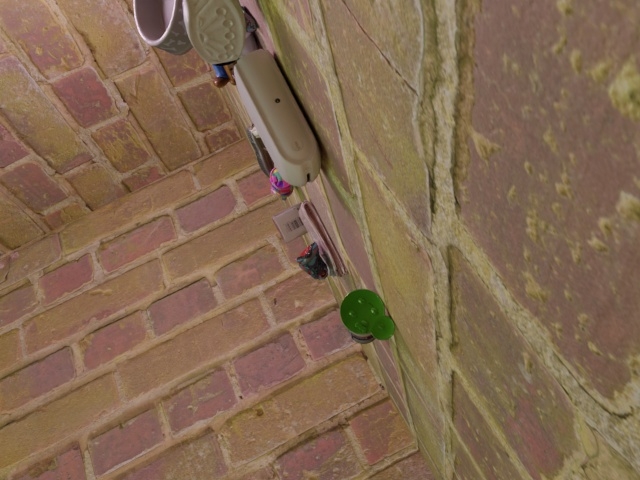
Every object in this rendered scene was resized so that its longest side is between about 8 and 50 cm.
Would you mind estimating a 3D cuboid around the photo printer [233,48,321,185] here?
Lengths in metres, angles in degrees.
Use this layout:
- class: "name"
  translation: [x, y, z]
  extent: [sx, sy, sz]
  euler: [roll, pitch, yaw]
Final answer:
- class: "photo printer"
  translation: [-0.097, -0.279, 1.445]
  extent: [0.307, 0.107, 0.256]
  euler: [63, 175, 3]

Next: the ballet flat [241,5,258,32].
- class: "ballet flat"
  translation: [-0.185, -0.531, 1.413]
  extent: [0.114, 0.041, 0.041]
  euler: [59, 174, 44]

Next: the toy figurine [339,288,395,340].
- class: "toy figurine"
  translation: [0.153, 0.224, 1.738]
  extent: [0.173, 0.130, 0.159]
  euler: [36, -178, 16]

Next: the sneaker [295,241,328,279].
- class: "sneaker"
  translation: [-0.014, 0.088, 2.265]
  extent: [0.125, 0.104, 0.262]
  euler: [43, 174, 10]

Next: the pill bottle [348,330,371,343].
- class: "pill bottle"
  translation: [0.146, 0.291, 2.000]
  extent: [0.108, 0.108, 0.193]
  euler: [61, 175, 21]

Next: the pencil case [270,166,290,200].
- class: "pencil case"
  translation: [-0.158, -0.235, 2.415]
  extent: [0.104, 0.105, 0.236]
  euler: [62, 173, 6]

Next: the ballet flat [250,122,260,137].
- class: "ballet flat"
  translation: [-0.219, -0.417, 2.185]
  extent: [0.076, 0.079, 0.221]
  euler: [65, 175, -19]

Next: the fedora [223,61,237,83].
- class: "fedora"
  translation: [-0.296, -0.612, 1.933]
  extent: [0.194, 0.079, 0.194]
  euler: [62, 178, 4]

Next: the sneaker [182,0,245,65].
- class: "sneaker"
  translation: [-0.243, -0.569, 1.263]
  extent: [0.322, 0.130, 0.236]
  euler: [76, -175, -60]

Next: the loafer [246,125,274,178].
- class: "loafer"
  translation: [-0.226, -0.374, 2.485]
  extent: [0.094, 0.088, 0.251]
  euler: [36, 150, 59]

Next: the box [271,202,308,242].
- class: "box"
  translation: [-0.125, -0.080, 2.637]
  extent: [0.126, 0.149, 0.232]
  euler: [63, 176, -6]

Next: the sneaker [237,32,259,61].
- class: "sneaker"
  translation: [-0.228, -0.530, 1.572]
  extent: [0.121, 0.099, 0.262]
  euler: [61, 179, -35]

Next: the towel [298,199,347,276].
- class: "towel"
  translation: [0.000, 0.000, 2.325]
  extent: [0.316, 0.054, 0.332]
  euler: [63, 175, 0]

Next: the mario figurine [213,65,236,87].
- class: "mario figurine"
  translation: [-0.404, -0.684, 2.082]
  extent: [0.170, 0.198, 0.320]
  euler: [-102, -14, -54]

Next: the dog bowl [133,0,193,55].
- class: "dog bowl"
  translation: [-0.508, -0.798, 1.952]
  extent: [0.349, 0.102, 0.348]
  euler: [9, 103, 47]
